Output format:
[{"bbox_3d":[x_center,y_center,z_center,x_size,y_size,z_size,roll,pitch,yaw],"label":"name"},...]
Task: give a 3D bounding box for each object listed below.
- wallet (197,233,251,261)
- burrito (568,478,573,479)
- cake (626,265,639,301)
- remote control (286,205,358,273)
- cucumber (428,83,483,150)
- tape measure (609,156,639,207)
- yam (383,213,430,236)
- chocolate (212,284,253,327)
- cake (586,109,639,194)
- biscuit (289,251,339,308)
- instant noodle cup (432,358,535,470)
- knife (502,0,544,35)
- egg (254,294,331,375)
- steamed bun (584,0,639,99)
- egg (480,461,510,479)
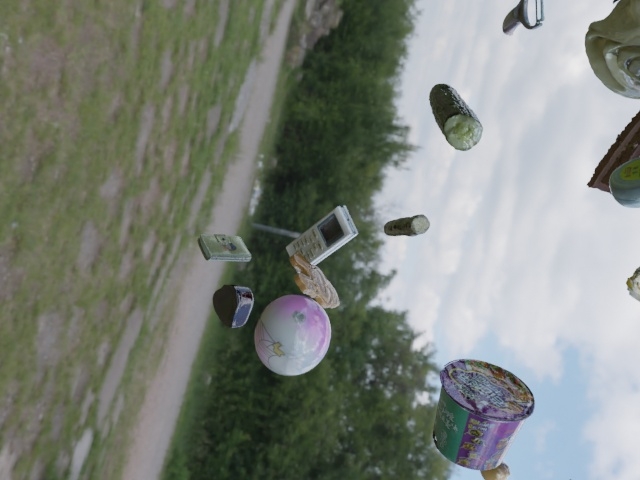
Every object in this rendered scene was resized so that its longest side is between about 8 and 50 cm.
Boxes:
[{"bbox_3d":[-0.310,0.026,2.463,0.039,0.155,0.110,-57,-133,31],"label":"wallet"},{"bbox_3d":[0.576,0.598,1.672,0.188,0.058,0.045,-105,-159,-50],"label":"burrito"},{"bbox_3d":[0.831,0.136,1.930,0.080,0.116,0.185,-43,153,-3],"label":"cake"},{"bbox_3d":[0.000,0.000,2.479,0.277,0.055,0.103,-37,-109,40],"label":"remote control"},{"bbox_3d":[0.262,-0.255,1.541,0.241,0.074,0.074,-100,-161,-61],"label":"cucumber"},{"bbox_3d":[0.712,-0.088,1.687,0.164,0.084,0.330,-21,-156,37],"label":"tape measure"},{"bbox_3d":[0.240,-0.041,2.211,0.274,0.061,0.061,176,-72,-76],"label":"yam"},{"bbox_3d":[-0.242,0.189,2.255,0.149,0.080,0.125,-35,-112,47],"label":"chocolate"},{"bbox_3d":[0.937,-0.257,2.310,0.295,0.113,0.116,-61,-144,11],"label":"cake"},{"bbox_3d":[-0.011,0.131,2.306,0.236,0.040,0.144,37,35,-45],"label":"biscuit"},{"bbox_3d":[0.404,0.455,1.986,0.251,0.251,0.190,-74,177,-64],"label":"instant noodle cup"},{"bbox_3d":[0.487,-0.558,1.896,0.278,0.053,0.123,-122,-146,-87],"label":"knife"},{"bbox_3d":[-0.076,0.245,1.949,0.271,0.196,0.196,-44,-152,57],"label":"egg"},{"bbox_3d":[0.922,-0.533,2.133,0.394,0.347,0.237,71,19,-50],"label":"steamed bun"},{"bbox_3d":[0.478,0.635,2.118,0.071,0.083,0.071,22,90,-88],"label":"egg"}]
